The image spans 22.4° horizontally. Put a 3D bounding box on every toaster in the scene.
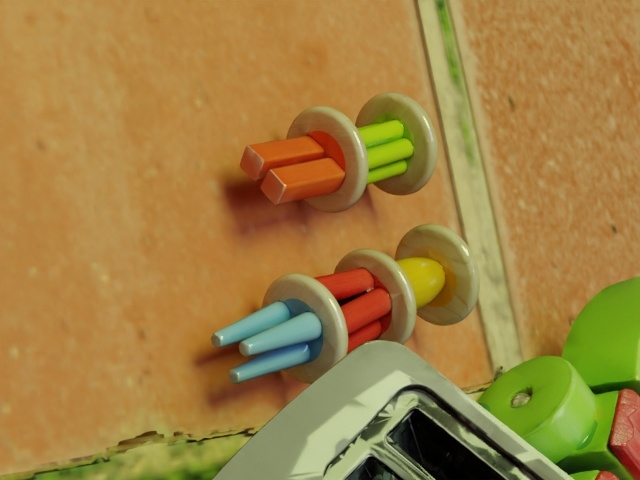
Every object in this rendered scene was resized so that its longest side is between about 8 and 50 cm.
[{"bbox_3d":[0.019,0.148,0.643,0.185,0.110,0.168,39,57,14],"label":"toaster"}]

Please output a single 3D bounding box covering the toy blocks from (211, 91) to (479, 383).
[{"bbox_3d":[0.000,0.000,0.758,0.148,0.054,0.123,-19,91,-45],"label":"toy blocks"}]

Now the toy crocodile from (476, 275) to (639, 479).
[{"bbox_3d":[0.116,0.159,0.782,0.115,0.105,0.340,50,49,-20],"label":"toy crocodile"}]
